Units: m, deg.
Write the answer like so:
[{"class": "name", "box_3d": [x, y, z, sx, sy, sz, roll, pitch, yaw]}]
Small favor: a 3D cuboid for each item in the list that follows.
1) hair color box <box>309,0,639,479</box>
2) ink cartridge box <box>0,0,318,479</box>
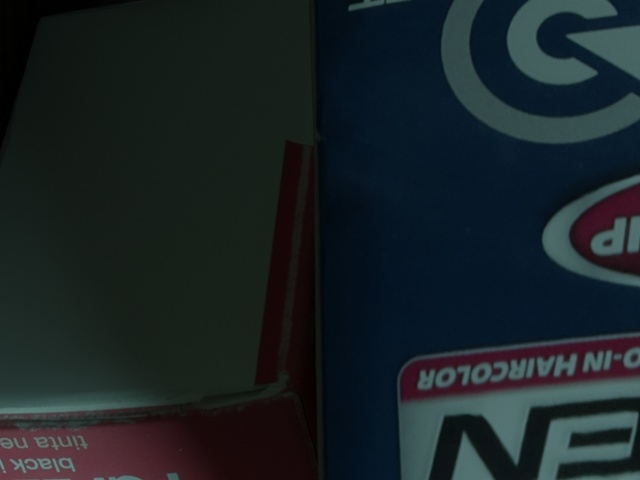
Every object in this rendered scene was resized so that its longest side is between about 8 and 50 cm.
[{"class": "hair color box", "box_3d": [0.059, -0.049, 0.482, 0.174, 0.105, 0.347, 68, 18, -60]}, {"class": "ink cartridge box", "box_3d": [-0.020, 0.063, 0.538, 0.158, 0.092, 0.218, -84, 163, -48]}]
